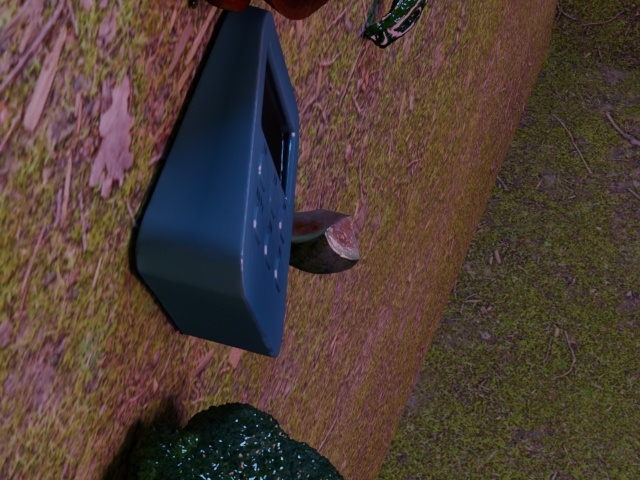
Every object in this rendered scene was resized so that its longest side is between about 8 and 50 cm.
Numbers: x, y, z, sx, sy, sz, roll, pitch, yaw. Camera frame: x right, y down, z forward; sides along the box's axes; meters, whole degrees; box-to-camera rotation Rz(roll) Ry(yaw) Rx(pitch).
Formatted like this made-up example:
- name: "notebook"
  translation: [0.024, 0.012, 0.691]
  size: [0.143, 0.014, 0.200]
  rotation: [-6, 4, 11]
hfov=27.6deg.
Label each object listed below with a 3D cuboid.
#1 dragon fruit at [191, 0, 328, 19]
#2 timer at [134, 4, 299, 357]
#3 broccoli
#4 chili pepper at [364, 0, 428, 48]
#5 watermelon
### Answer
- name: "dragon fruit"
  translation: [-0.001, -0.297, 0.982]
  size: [0.268, 0.130, 0.295]
  rotation: [84, 25, -47]
- name: "timer"
  translation: [-0.059, -0.048, 1.111]
  size: [0.232, 0.091, 0.249]
  rotation: [70, 34, -68]
- name: "broccoli"
  translation: [-0.082, 0.279, 1.148]
  size: [0.245, 0.265, 0.294]
  rotation: [-49, -154, 16]
- name: "chili pepper"
  translation: [0.114, -0.364, 1.511]
  size: [0.122, 0.065, 0.278]
  rotation: [-61, 166, -58]
- name: "watermelon"
  translation: [0.003, 0.003, 1.432]
  size: [0.072, 0.085, 0.092]
  rotation: [-61, 144, -17]
